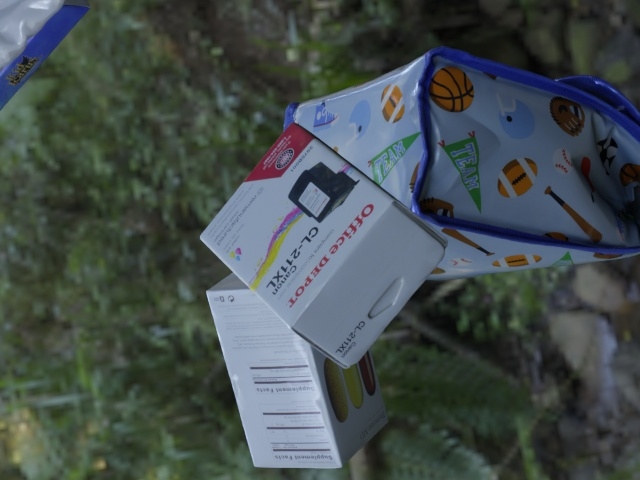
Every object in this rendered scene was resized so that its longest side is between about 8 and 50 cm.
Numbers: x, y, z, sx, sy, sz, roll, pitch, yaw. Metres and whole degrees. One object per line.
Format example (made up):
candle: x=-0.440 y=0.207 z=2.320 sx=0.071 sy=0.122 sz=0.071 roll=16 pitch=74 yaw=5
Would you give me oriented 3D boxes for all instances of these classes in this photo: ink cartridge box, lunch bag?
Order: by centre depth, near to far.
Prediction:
ink cartridge box: x=0.000 y=0.000 z=1.272 sx=0.072 sy=0.127 sz=0.175 roll=38 pitch=-179 yaw=-36
lunch bag: x=0.189 y=-0.068 z=1.869 sx=0.328 sy=0.386 sz=0.238 roll=-12 pitch=68 yaw=61

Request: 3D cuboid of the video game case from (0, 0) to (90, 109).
video game case: x=-0.463 y=-0.341 z=2.281 sx=0.269 sy=0.061 sz=0.244 roll=-41 pitch=66 yaw=33

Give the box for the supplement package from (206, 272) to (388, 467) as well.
supplement package: x=-0.025 y=0.147 z=2.029 sx=0.134 sy=0.139 sz=0.244 roll=-5 pitch=109 yaw=32

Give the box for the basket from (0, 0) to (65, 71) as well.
basket: x=-0.477 y=-0.289 z=1.592 sx=0.331 sy=0.328 sz=0.266 roll=41 pitch=-173 yaw=-42
